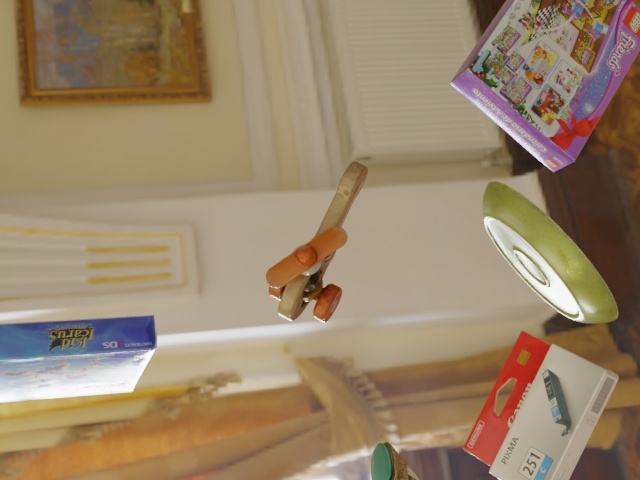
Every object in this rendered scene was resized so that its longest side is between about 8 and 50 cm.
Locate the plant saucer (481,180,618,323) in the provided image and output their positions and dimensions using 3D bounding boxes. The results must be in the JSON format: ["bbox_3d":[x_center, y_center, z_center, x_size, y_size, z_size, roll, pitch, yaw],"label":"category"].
[{"bbox_3d":[0.287,0.025,1.252,0.241,0.037,0.241,49,176,5],"label":"plant saucer"}]

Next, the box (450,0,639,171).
[{"bbox_3d":[0.340,-0.271,1.383,0.293,0.201,0.057,-55,9,-23],"label":"box"}]

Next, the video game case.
[{"bbox_3d":[-0.410,0.190,1.495,0.244,0.270,0.061,130,135,-60],"label":"video game case"}]

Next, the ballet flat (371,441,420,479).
[{"bbox_3d":[0.120,0.383,1.447,0.206,0.067,0.073,-94,25,-64],"label":"ballet flat"}]

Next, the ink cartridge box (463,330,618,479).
[{"bbox_3d":[0.429,0.351,1.961,0.261,0.066,0.296,26,90,48],"label":"ink cartridge box"}]

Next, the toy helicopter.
[{"bbox_3d":[0.000,0.000,1.958,0.355,0.140,0.235,-65,-14,4],"label":"toy helicopter"}]
